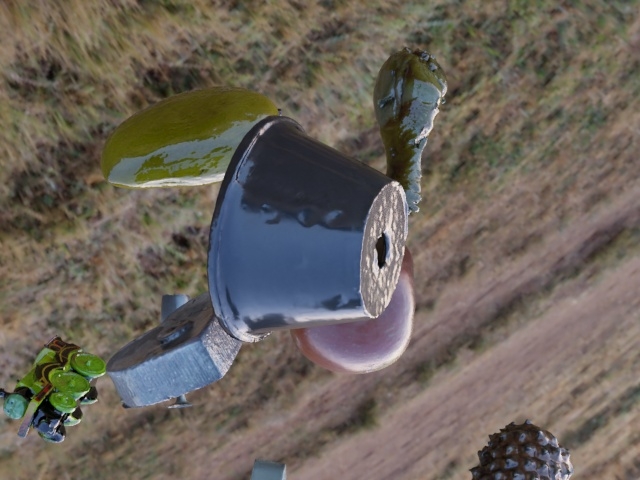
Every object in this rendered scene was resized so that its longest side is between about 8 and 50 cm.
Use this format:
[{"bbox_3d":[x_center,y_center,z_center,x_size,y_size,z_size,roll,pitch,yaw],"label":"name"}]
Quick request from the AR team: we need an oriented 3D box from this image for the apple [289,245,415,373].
[{"bbox_3d":[0.066,0.125,2.178,0.277,0.348,0.348,1,140,-1],"label":"apple"}]

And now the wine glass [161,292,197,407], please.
[{"bbox_3d":[-0.251,0.194,1.743,0.066,0.198,0.066,-4,168,-1],"label":"wine glass"}]

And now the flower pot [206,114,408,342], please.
[{"bbox_3d":[0.000,0.000,1.126,0.269,0.166,0.269,-42,138,-54],"label":"flower pot"}]

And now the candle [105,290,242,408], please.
[{"bbox_3d":[-0.171,0.139,1.246,0.192,0.168,0.068,-38,110,-24],"label":"candle"}]

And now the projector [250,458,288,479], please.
[{"bbox_3d":[-0.088,0.471,1.409,0.079,0.259,0.257,10,152,2],"label":"projector"}]

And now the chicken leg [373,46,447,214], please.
[{"bbox_3d":[0.182,-0.230,2.103,0.153,0.429,0.201,15,158,-19],"label":"chicken leg"}]

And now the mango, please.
[{"bbox_3d":[-0.227,-0.185,1.752,0.332,0.195,0.142,-9,134,-11],"label":"mango"}]

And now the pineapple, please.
[{"bbox_3d":[0.298,0.473,1.656,0.361,0.175,0.175,-54,158,-34],"label":"pineapple"}]

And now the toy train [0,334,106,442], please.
[{"bbox_3d":[-0.547,0.305,2.019,0.296,0.161,0.100,-67,-177,-73],"label":"toy train"}]
